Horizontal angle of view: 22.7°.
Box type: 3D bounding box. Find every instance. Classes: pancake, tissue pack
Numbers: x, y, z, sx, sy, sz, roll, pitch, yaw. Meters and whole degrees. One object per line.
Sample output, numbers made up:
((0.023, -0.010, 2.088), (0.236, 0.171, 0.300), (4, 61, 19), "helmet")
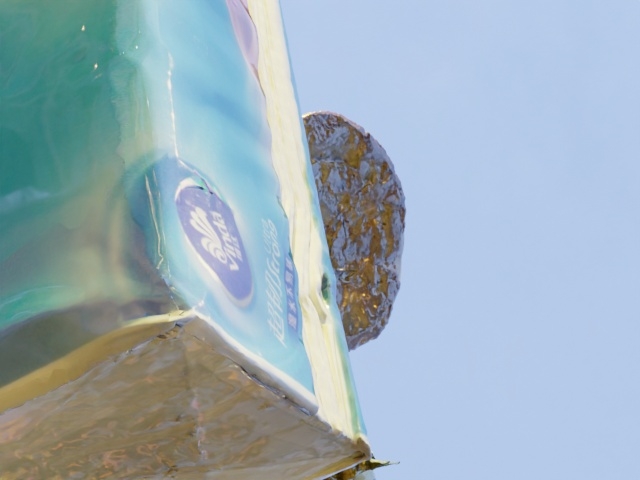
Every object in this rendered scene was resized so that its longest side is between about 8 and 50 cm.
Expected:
((0.000, 0.000, 1.576), (0.037, 0.254, 0.253), (3, -75, 46), "pancake")
((-0.110, -0.008, 0.669), (0.198, 0.146, 0.263), (-27, -132, 20), "tissue pack")

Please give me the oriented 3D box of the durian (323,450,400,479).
((-0.015, 0.196, 1.193), (0.170, 0.355, 0.157), (-7, -121, 4), "durian")
